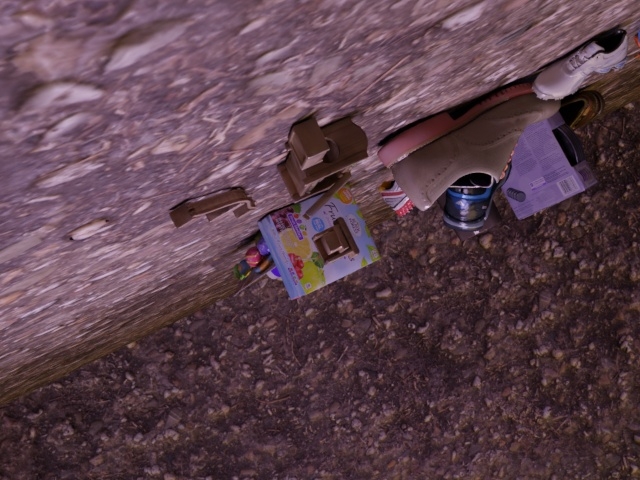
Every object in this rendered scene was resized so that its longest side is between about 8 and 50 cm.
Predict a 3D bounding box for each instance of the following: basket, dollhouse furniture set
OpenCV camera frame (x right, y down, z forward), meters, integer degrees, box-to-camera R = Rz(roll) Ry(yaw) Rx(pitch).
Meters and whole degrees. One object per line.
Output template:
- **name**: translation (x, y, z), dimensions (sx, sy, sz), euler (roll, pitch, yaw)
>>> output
- **basket**: translation (0.396, -0.125, 1.869), dimensions (0.154, 0.227, 0.204), euler (-28, 175, 25)
- **dollhouse furniture set**: translation (0.033, -0.065, 0.849), dimensions (0.101, 0.161, 0.182), euler (-25, 177, -12)

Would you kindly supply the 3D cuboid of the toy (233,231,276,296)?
- **toy**: translation (-0.136, 0.026, 1.510), dimensions (0.237, 0.056, 0.137), euler (-39, -157, 50)

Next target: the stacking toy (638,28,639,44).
- **stacking toy**: translation (0.728, -0.402, 1.162), dimensions (0.302, 0.166, 0.175), euler (-44, 127, 13)

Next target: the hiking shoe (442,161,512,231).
- **hiking shoe**: translation (0.323, -0.157, 1.340), dimensions (0.132, 0.113, 0.304), euler (83, 23, -47)

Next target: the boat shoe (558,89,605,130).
- **boat shoe**: translation (0.635, -0.316, 1.880), dimensions (0.104, 0.111, 0.307), euler (-17, 161, -44)

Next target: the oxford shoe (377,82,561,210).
- **oxford shoe**: translation (0.290, -0.170, 1.204), dimensions (0.397, 0.147, 0.140), euler (-25, 175, -20)

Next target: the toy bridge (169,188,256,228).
- **toy bridge**: translation (-0.135, -0.050, 0.953), dimensions (0.063, 0.026, 0.188), euler (-29, 175, 22)

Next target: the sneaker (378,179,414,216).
- **sneaker**: translation (0.201, -0.148, 1.390), dimensions (0.225, 0.092, 0.088), euler (-50, -179, 34)

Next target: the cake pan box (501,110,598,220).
- **cake pan box**: translation (0.573, -0.209, 1.792), dimensions (0.070, 0.246, 0.267), euler (-28, 176, -29)

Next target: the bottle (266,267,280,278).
- **bottle**: translation (-0.036, 0.023, 1.838), dimensions (0.282, 0.118, 0.092), euler (-28, -175, 31)

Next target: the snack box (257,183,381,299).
- **snack box**: translation (0.000, 0.000, 1.371), dimensions (0.207, 0.175, 0.070), euler (-24, 179, -34)

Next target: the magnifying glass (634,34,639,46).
- **magnifying glass**: translation (0.718, -0.441, 1.285), dimensions (0.231, 0.026, 0.092), euler (-27, 176, 21)

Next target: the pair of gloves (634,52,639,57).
- **pair of gloves**: translation (0.804, -0.465, 1.611), dimensions (0.083, 0.010, 0.074), euler (-22, 177, -13)

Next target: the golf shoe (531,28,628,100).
- **golf shoe**: translation (0.444, -0.308, 1.151), dimensions (0.176, 0.069, 0.086), euler (-29, 156, -1)
